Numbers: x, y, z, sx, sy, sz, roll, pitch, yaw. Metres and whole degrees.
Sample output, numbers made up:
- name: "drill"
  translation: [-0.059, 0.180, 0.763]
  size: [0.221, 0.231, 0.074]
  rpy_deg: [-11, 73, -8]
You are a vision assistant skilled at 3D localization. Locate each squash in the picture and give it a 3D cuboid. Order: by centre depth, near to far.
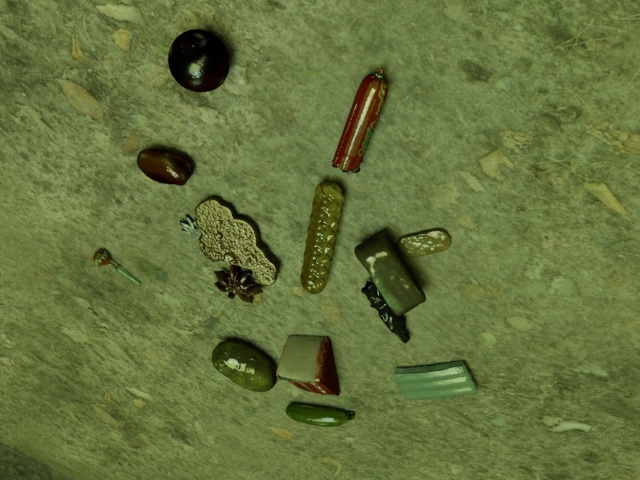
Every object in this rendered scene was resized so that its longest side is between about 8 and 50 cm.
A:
- name: "squash"
  translation: [-0.006, 0.617, 1.897]
  size: [0.252, 0.066, 0.066]
  rpy_deg: [2, 121, 18]

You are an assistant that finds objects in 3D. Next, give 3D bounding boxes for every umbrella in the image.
- name: "umbrella"
  translation: [0.200, 0.210, 1.577]
  size: [0.066, 0.059, 0.235]
  rpy_deg: [-40, 111, -10]

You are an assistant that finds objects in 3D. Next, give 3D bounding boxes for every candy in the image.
- name: "candy"
  translation: [0.190, 0.093, 1.469]
  size: [0.104, 0.102, 0.234]
  rpy_deg: [-32, 111, 12]
- name: "candy"
  translation: [-0.685, 0.097, 1.824]
  size: [0.185, 0.049, 0.055]
  rpy_deg: [38, 81, -13]

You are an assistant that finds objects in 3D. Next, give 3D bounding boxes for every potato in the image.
- name: "potato"
  translation: [-0.255, 0.431, 1.843]
  size: [0.251, 0.113, 0.149]
  rpy_deg: [26, 119, -9]

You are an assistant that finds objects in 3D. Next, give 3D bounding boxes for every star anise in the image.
- name: "star anise"
  translation: [-0.260, 0.140, 1.692]
  size: [0.168, 0.057, 0.167]
  rpy_deg: [9, 122, 14]

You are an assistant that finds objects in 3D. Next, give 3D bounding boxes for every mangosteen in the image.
- name: "mangosteen"
  translation: [-0.290, -0.428, 1.306]
  size: [0.153, 0.152, 0.152]
  rpy_deg: [9, 123, 14]

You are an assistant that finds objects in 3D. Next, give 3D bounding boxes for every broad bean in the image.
- name: "broad bean"
  translation: [-0.442, -0.207, 1.522]
  size: [0.165, 0.084, 0.114]
  rpy_deg: [8, 128, 21]

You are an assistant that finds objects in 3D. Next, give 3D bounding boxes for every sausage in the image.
- name: "sausage"
  translation: [0.098, -0.287, 1.287]
  size: [0.083, 0.083, 0.263]
  rpy_deg: [23, 125, 4]

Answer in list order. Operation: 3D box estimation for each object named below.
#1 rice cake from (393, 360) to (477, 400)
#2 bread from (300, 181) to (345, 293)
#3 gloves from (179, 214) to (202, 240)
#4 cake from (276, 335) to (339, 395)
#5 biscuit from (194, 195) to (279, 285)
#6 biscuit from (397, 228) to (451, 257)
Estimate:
- name: "rice cake"
  translation: [0.354, 0.438, 1.674]
  size: [0.237, 0.043, 0.127]
  rpy_deg: [-15, 116, 28]
- name: "bread"
  translation: [0.000, 0.001, 1.502]
  size: [0.084, 0.077, 0.367]
  rpy_deg: [16, 125, 8]
- name: "gloves"
  translation: [-0.390, -0.040, 1.644]
  size: [0.086, 0.026, 0.064]
  rpy_deg: [31, 124, 5]
- name: "cake"
  translation: [-0.027, 0.413, 1.788]
  size: [0.158, 0.159, 0.262]
  rpy_deg: [2, 156, 18]
- name: "biscuit"
  translation: [-0.249, 0.012, 1.602]
  size: [0.320, 0.047, 0.183]
  rpy_deg: [38, 116, -3]
- name: "biscuit"
  translation: [0.276, 0.008, 1.446]
  size: [0.147, 0.018, 0.071]
  rpy_deg: [-15, 117, 25]
